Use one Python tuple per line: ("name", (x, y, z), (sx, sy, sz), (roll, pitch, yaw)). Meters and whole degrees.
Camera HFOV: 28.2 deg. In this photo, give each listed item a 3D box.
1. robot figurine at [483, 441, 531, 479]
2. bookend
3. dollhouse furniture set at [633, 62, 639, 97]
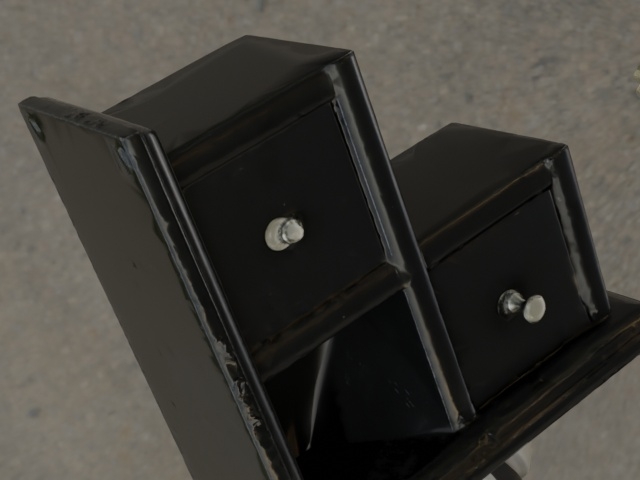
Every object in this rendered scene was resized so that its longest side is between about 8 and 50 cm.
("robot figurine", (0.067, 0.225, 1.021), (0.174, 0.209, 0.278), (-5, 53, 47))
("bookend", (0.017, -0.003, 0.396), (0.072, 0.157, 0.156), (20, 136, 54))
("dollhouse furniture set", (0.383, -0.132, 0.992), (0.259, 0.262, 0.135), (27, 89, 18))
